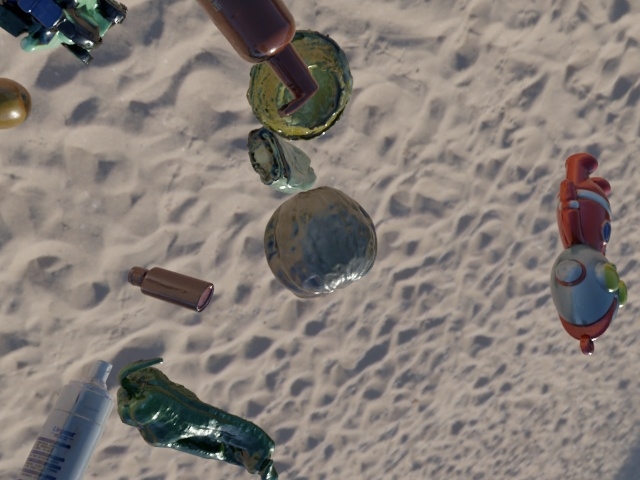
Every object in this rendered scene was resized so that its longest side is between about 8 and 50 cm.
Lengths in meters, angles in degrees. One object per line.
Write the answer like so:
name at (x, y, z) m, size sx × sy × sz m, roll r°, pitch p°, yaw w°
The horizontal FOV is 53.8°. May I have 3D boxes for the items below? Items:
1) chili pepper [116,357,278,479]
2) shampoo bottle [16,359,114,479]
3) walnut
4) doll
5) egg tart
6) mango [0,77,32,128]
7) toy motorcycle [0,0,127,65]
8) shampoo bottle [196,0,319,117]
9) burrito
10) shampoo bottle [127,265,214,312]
chili pepper at (-0.139, 0.210, 0.716) m, size 0.257 × 0.100 × 0.074 m, roll 39°, pitch 56°, yaw -36°
shampoo bottle at (-0.403, 0.332, 0.984) m, size 0.092 × 0.092 × 0.303 m, roll 60°, pitch 40°, yaw -51°
walnut at (-0.002, 0.001, 1.337) m, size 0.248 × 0.248 × 0.248 m, roll -24°, pitch 137°, yaw -24°
doll at (0.430, 0.022, 1.015) m, size 0.200 × 0.105 × 0.336 m, roll 41°, pitch 52°, yaw -41°
egg tart at (-0.050, -0.450, 1.888) m, size 0.346 × 0.132 × 0.345 m, roll -7°, pitch 119°, yaw -12°
mango at (-0.824, -0.342, 1.605) m, size 0.152 × 0.221 × 0.120 m, roll -9°, pitch 92°, yaw -40°
toy motorcycle at (-0.404, -0.380, 0.965) m, size 0.196 × 0.331 × 0.125 m, roll 38°, pitch 103°, yaw -26°
shampoo bottle at (-0.084, -0.260, 0.713) m, size 0.085 × 0.085 × 0.244 m, roll -39°, pitch 111°, yaw -6°
burrito at (-0.037, -0.079, 0.683) m, size 0.044 × 0.074 × 0.118 m, roll -30°, pitch 167°, yaw 12°
shampoo bottle at (-0.456, 0.138, 1.896) m, size 0.064 × 0.260 × 0.102 m, roll 82°, pitch 29°, yaw -51°
